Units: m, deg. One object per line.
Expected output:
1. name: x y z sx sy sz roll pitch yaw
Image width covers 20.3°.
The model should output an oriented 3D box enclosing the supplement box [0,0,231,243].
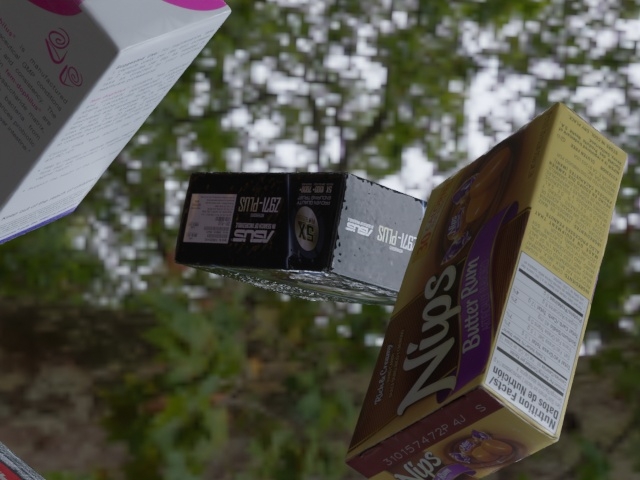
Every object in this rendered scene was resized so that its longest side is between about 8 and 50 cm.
1. supplement box: -0.174 -0.104 1.117 0.111 0.114 0.220 52 -49 8

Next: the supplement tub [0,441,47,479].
1. supplement tub: -0.300 0.259 1.468 0.272 0.191 0.191 29 -64 40

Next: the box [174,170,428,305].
1. box: 0.000 0.000 1.407 0.180 0.147 0.077 2 -101 45

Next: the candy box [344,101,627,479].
1. candy box: 0.083 0.031 0.884 0.109 0.053 0.187 -35 -155 47
